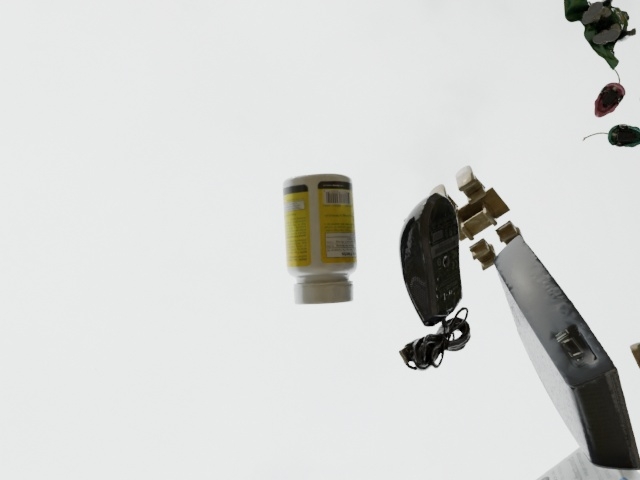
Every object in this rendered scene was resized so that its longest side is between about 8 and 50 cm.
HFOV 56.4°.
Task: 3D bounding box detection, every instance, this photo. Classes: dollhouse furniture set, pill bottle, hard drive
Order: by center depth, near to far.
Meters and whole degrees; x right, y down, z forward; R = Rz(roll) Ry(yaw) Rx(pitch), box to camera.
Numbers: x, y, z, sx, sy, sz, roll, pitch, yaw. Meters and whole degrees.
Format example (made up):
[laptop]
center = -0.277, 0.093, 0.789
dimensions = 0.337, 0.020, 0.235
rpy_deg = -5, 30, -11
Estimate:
[hard drive]
center = 0.272, 0.121, 0.687
dimensions = 0.054, 0.254, 0.172
rpy_deg = -23, -62, 9
[pill bottle]
center = 0.000, 0.000, 0.992
dimensions = 0.119, 0.119, 0.208
rpy_deg = -1, -94, -21
[dollhouse furniture set]
center = 0.330, -0.043, 1.444
dimensions = 0.212, 0.242, 0.161
rpy_deg = 46, -155, -18

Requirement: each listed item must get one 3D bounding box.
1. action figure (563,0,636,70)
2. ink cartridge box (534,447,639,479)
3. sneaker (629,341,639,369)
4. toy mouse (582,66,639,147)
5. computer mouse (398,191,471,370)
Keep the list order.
[action figure]
center = 0.475, -0.360, 0.985
dimensions = 0.232, 0.063, 0.137
rpy_deg = -33, -85, -51
[ink cartridge box]
center = 0.289, 0.420, 0.727
dimensions = 0.129, 0.223, 0.307
rpy_deg = 45, -75, -2
[sneaker]
center = 0.661, 0.261, 1.103
dimensions = 0.192, 0.086, 0.064
rpy_deg = 59, -151, 2
[toy mouse]
center = 0.514, -0.214, 1.020
dimensions = 0.161, 0.143, 0.031
rpy_deg = 52, -146, 0
[computer mouse]
center = 0.170, 0.059, 0.963
dimensions = 0.188, 0.072, 0.272
rpy_deg = -12, -80, -50
